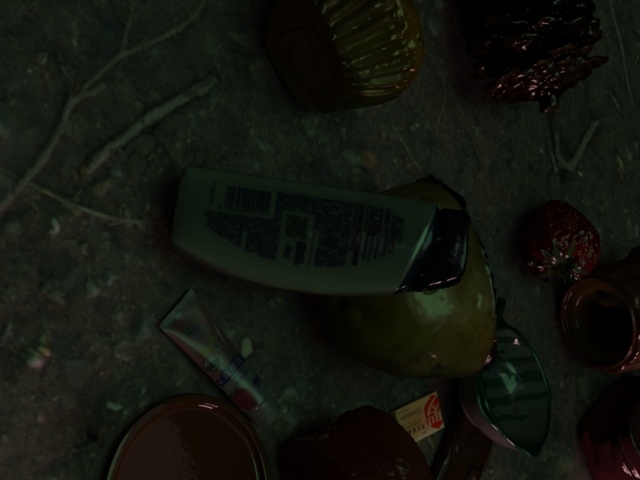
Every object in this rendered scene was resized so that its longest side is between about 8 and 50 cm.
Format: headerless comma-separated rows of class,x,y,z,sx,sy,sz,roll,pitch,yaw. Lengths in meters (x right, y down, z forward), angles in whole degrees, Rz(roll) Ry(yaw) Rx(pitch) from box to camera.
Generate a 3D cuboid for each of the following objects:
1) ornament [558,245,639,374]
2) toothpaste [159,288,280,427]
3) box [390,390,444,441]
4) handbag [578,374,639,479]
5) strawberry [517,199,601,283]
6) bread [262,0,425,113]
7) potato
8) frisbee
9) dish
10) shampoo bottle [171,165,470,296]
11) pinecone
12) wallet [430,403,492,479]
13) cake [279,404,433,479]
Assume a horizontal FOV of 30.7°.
ornament,0.536,0.118,1.948,0.217,0.221,0.235,-11,71,-35
toothpaste,-0.122,0.153,1.468,0.194,0.043,0.067,51,56,-18
box,0.142,0.261,1.706,0.093,0.015,0.058,-18,98,-42
handbag,0.551,0.320,1.990,0.225,0.135,0.146,-32,102,-38
strawberry,0.393,-0.005,1.892,0.131,0.131,0.148,37,64,-33
bread,0.030,-0.277,1.531,0.139,0.240,0.240,-34,108,-25
potato,0.100,0.063,1.571,0.242,0.242,0.286,-13,97,-42
frisbee,-0.160,0.313,1.424,0.250,0.021,0.251,5,82,-42
dish,0.263,0.214,1.768,0.224,0.078,0.246,-2,75,-52
shampoo bottle,0.000,0.000,1.435,0.359,0.078,0.134,9,78,-3
pinecone,0.328,-0.330,1.815,0.224,0.224,0.273,1,72,-42
wallet,0.205,0.345,1.745,0.095,0.026,0.176,43,58,-28
cake,0.069,0.361,1.520,0.150,0.177,0.283,-21,98,-42
